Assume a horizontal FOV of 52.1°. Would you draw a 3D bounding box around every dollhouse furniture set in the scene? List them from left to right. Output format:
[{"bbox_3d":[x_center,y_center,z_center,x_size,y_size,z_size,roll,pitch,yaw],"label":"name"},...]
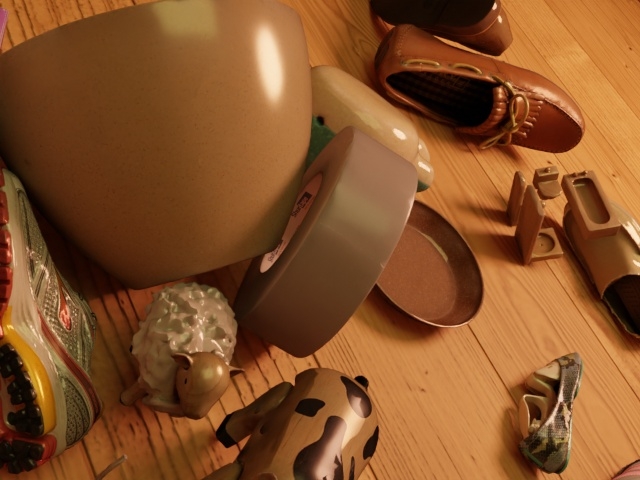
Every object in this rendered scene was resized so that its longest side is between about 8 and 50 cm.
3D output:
[{"bbox_3d":[0.367,-0.066,0.976,0.151,0.123,0.144,-9,54,1],"label":"dollhouse furniture set"}]

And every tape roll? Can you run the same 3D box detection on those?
[{"bbox_3d":[0.000,0.000,0.629,0.072,0.219,0.219,31,44,-11],"label":"tape roll"}]

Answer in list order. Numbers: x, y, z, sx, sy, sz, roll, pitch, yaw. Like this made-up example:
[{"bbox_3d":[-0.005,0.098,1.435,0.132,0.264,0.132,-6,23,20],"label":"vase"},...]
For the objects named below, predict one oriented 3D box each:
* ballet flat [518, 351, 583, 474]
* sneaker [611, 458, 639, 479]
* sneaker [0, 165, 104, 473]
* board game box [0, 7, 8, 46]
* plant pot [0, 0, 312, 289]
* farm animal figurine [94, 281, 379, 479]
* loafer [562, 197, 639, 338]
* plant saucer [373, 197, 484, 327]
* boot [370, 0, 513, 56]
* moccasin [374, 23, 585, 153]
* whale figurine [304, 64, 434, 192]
[{"bbox_3d":[0.279,0.194,0.799,0.070,0.070,0.188,40,39,-4],"label":"ballet flat"},{"bbox_3d":[0.382,0.306,0.731,0.319,0.131,0.112,-7,61,-40],"label":"sneaker"},{"bbox_3d":[-0.229,0.054,0.500,0.093,0.088,0.225,-5,81,-69],"label":"sneaker"},{"bbox_3d":[-0.401,-0.108,0.549,0.208,0.056,0.346,11,51,-25],"label":"board game box"},{"bbox_3d":[-0.126,-0.065,0.579,0.284,0.284,0.190,-18,92,-43],"label":"plant pot"},{"bbox_3d":[-0.017,0.211,0.451,0.330,0.172,0.326,42,32,-21],"label":"farm animal figurine"},{"bbox_3d":[0.474,0.042,1.033,0.092,0.102,0.268,-13,66,-48],"label":"loafer"},{"bbox_3d":[0.120,0.029,0.830,0.199,0.036,0.198,19,48,-23],"label":"plant saucer"},{"bbox_3d":[0.201,-0.385,1.128,0.115,0.112,0.305,30,7,-44],"label":"boot"},{"bbox_3d":[0.267,-0.226,1.066,0.380,0.139,0.146,22,47,-20],"label":"moccasin"},{"bbox_3d":[0.048,-0.120,0.848,0.216,0.141,0.272,42,17,18],"label":"whale figurine"}]
